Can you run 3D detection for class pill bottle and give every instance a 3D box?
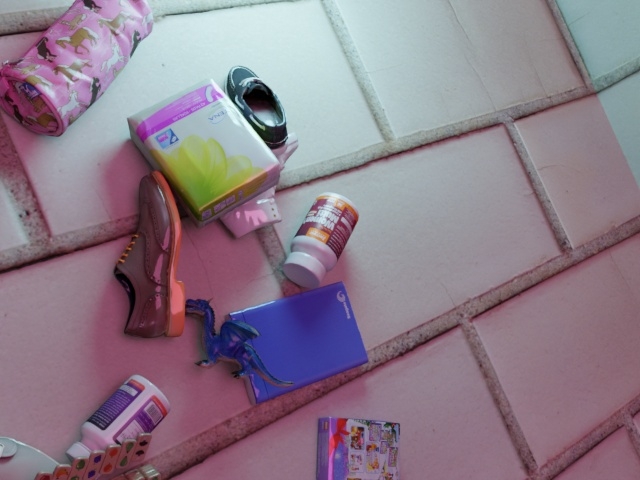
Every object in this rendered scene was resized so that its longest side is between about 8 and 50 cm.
[{"bbox_3d":[0.000,0.000,1.740,0.121,0.121,0.221,38,59,-16],"label":"pill bottle"},{"bbox_3d":[-0.395,0.366,1.392,0.108,0.108,0.193,49,57,-9],"label":"pill bottle"}]

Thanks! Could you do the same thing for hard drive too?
[{"bbox_3d":[-0.049,0.234,1.683,0.318,0.040,0.210,-14,82,-33],"label":"hard drive"}]

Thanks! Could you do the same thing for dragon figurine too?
[{"bbox_3d":[-0.179,0.219,1.542,0.289,0.085,0.144,18,84,4],"label":"dragon figurine"}]

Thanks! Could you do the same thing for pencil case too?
[{"bbox_3d":[-0.518,-0.405,1.538,0.160,0.167,0.386,22,59,13],"label":"pencil case"}]

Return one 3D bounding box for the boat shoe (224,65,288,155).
[{"bbox_3d":[-0.149,-0.335,1.708,0.114,0.091,0.303,-18,56,-21],"label":"boat shoe"}]

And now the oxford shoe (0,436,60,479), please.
[{"bbox_3d":[-0.627,0.392,1.234,0.449,0.130,0.169,34,56,-21],"label":"oxford shoe"}]

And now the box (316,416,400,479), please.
[{"bbox_3d":[0.088,0.564,1.651,0.200,0.057,0.294,13,68,-28],"label":"box"}]

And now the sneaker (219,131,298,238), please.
[{"bbox_3d":[-0.132,-0.125,1.717,0.292,0.108,0.169,-40,99,-24],"label":"sneaker"}]

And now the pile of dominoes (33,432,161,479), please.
[{"bbox_3d":[-0.413,0.477,1.309,0.251,0.040,0.196,-12,117,-41],"label":"pile of dominoes"}]

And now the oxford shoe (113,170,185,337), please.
[{"bbox_3d":[-0.368,0.024,1.510,0.132,0.130,0.364,-2,74,-23],"label":"oxford shoe"}]

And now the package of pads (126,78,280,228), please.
[{"bbox_3d":[-0.254,-0.200,1.595,0.229,0.101,0.297,-32,74,-21],"label":"package of pads"}]
